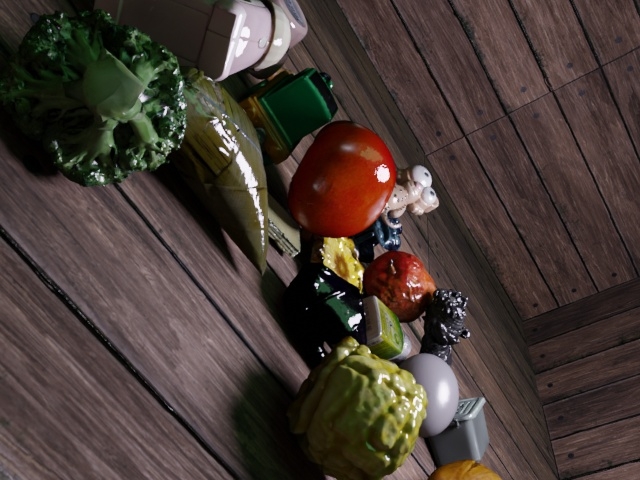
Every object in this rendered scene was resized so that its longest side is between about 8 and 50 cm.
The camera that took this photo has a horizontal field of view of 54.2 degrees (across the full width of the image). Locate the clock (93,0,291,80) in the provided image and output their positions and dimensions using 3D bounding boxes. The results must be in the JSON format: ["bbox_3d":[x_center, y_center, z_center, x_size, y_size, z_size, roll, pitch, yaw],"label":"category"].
[{"bbox_3d":[-0.247,-0.452,1.270,0.342,0.184,0.326,28,27,2],"label":"clock"}]

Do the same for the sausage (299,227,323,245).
[{"bbox_3d":[0.000,0.000,1.636,0.050,0.048,0.145,32,2,33],"label":"sausage"}]

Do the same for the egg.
[{"bbox_3d":[0.271,0.404,1.625,0.176,0.176,0.232,51,28,-29],"label":"egg"}]

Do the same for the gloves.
[{"bbox_3d":[0.028,0.198,1.378,0.197,0.152,0.301,-55,135,-36],"label":"gloves"}]

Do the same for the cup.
[{"bbox_3d":[-0.150,-0.565,1.710,0.191,0.200,0.253,29,41,-55],"label":"cup"}]

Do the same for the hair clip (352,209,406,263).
[{"bbox_3d":[0.144,-0.094,1.887,0.206,0.194,0.310,-15,81,-61],"label":"hair clip"}]

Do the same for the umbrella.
[{"bbox_3d":[0.335,0.298,1.743,0.154,0.128,0.336,-105,-158,-69],"label":"umbrella"}]

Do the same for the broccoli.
[{"bbox_3d":[-0.316,-0.201,0.896,0.270,0.270,0.270,56,-14,-19],"label":"broccoli"}]

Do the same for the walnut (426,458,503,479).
[{"bbox_3d":[0.344,0.635,1.505,0.336,0.209,0.209,30,40,-53],"label":"walnut"}]

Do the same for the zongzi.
[{"bbox_3d":[-0.196,-0.116,1.158,0.323,0.160,0.360,21,54,-73],"label":"zongzi"}]

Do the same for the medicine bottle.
[{"bbox_3d":[0.163,0.249,1.670,0.188,0.088,0.132,42,30,-42],"label":"medicine bottle"}]

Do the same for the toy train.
[{"bbox_3d":[-0.074,-0.332,1.558,0.178,0.249,0.429,57,23,-16],"label":"toy train"}]

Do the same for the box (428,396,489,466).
[{"bbox_3d":[0.394,0.546,1.789,0.243,0.163,0.135,1,74,-67],"label":"box"}]

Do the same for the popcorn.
[{"bbox_3d":[0.069,0.325,1.173,0.237,0.293,0.293,28,22,7],"label":"popcorn"}]

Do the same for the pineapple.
[{"bbox_3d":[0.035,0.075,1.574,0.225,0.076,0.225,29,54,-49],"label":"pineapple"}]

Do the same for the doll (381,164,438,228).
[{"bbox_3d":[0.233,-0.127,1.791,0.278,0.119,0.154,-26,84,-45],"label":"doll"}]

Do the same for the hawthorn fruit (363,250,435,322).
[{"bbox_3d":[0.210,0.113,1.757,0.243,0.207,0.207,62,15,-54],"label":"hawthorn fruit"}]

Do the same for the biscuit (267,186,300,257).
[{"bbox_3d":[-0.116,-0.060,1.442,0.199,0.040,0.121,49,23,-30],"label":"biscuit"}]

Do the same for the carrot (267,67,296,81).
[{"bbox_3d":[-0.091,-0.468,1.910,0.263,0.102,0.102,26,43,-48],"label":"carrot"}]

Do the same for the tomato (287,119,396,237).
[{"bbox_3d":[0.057,-0.144,1.486,0.226,0.298,0.298,26,28,-1],"label":"tomato"}]
